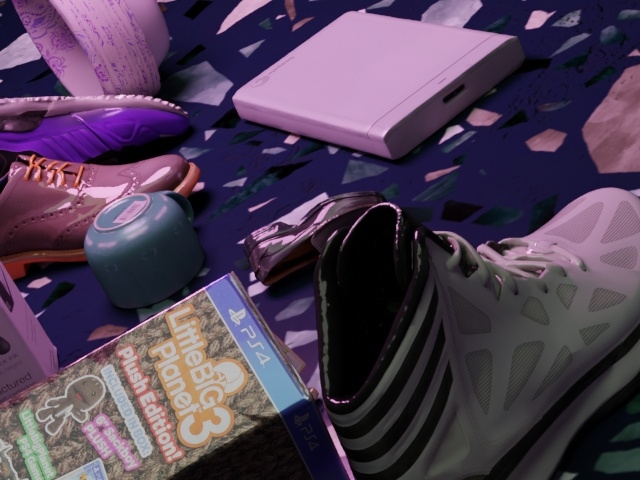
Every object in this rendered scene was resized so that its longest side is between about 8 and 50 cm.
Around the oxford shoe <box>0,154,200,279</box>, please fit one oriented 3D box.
[{"bbox_3d":[-0.333,-0.050,1.969,0.363,0.133,0.130,-19,29,13],"label":"oxford shoe"}]

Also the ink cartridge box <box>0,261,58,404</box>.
[{"bbox_3d":[-0.452,0.082,1.661,0.223,0.307,0.129,-26,28,0],"label":"ink cartridge box"}]

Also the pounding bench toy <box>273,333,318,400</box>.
[{"bbox_3d":[-0.049,0.143,1.505,0.052,0.083,0.065,-50,5,-40],"label":"pounding bench toy"}]

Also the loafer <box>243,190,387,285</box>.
[{"bbox_3d":[0.000,0.000,1.705,0.170,0.062,0.061,-26,50,8],"label":"loafer"}]

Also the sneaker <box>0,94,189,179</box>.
[{"bbox_3d":[-0.326,-0.127,2.125,0.293,0.146,0.102,-2,4,-19],"label":"sneaker"}]

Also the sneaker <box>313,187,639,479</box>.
[{"bbox_3d":[0.154,0.038,1.291,0.169,0.257,0.447,0,38,40],"label":"sneaker"}]

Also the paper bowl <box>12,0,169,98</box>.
[{"bbox_3d":[-0.332,-0.327,2.273,0.148,0.284,0.284,-35,29,-16],"label":"paper bowl"}]

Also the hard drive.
[{"bbox_3d":[0.067,-0.211,2.001,0.233,0.047,0.353,-38,30,-21],"label":"hard drive"}]

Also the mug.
[{"bbox_3d":[-0.216,-0.003,1.831,0.129,0.097,0.158,-25,29,3],"label":"mug"}]

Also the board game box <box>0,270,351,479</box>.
[{"bbox_3d":[-0.137,0.202,1.251,0.291,0.232,0.141,-30,55,-6],"label":"board game box"}]
